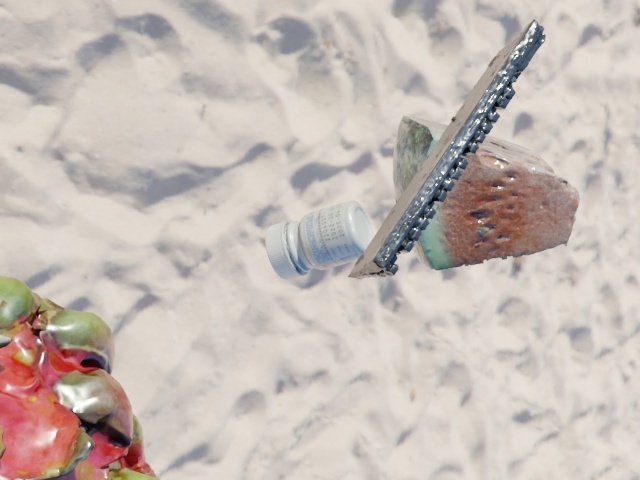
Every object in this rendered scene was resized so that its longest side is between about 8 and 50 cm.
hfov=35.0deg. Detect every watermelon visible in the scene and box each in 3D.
[{"bbox_3d":[0.191,-0.045,1.160,0.318,0.226,0.148,-5,112,-60],"label":"watermelon"}]

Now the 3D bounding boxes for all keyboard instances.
[{"bbox_3d":[0.081,-0.055,0.638,0.018,0.060,0.195,38,74,-9],"label":"keyboard"}]

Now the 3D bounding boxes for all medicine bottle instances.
[{"bbox_3d":[0.000,0.000,1.755,0.105,0.168,0.105,49,32,-46],"label":"medicine bottle"}]

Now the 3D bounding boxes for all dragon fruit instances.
[{"bbox_3d":[-0.196,0.154,0.553,0.237,0.231,0.302,-14,125,0],"label":"dragon fruit"}]
